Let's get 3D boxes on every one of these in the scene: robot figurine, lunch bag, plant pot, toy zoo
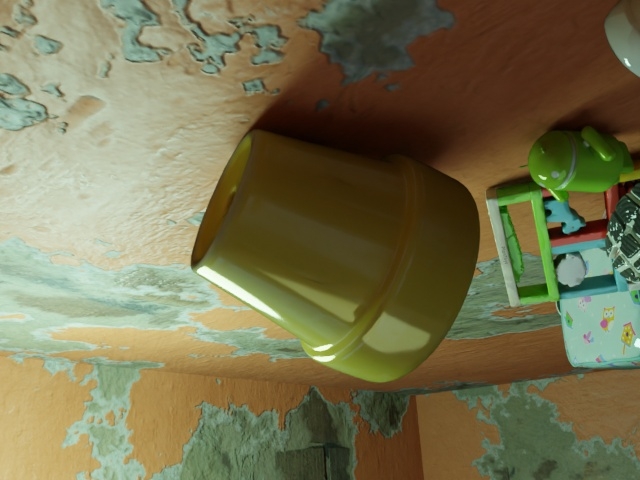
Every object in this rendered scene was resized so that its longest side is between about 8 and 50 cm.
[{"bbox_3d":[0.286,-0.088,0.639,0.115,0.067,0.101,2,156,-11],"label":"robot figurine"},{"bbox_3d":[0.491,0.093,0.926,0.108,0.224,0.279,2,164,-1],"label":"lunch bag"},{"bbox_3d":[0.000,0.000,0.630,0.239,0.254,0.254,24,150,-18],"label":"plant pot"},{"bbox_3d":[0.386,-0.011,0.757,0.293,0.030,0.192,-11,121,20],"label":"toy zoo"}]

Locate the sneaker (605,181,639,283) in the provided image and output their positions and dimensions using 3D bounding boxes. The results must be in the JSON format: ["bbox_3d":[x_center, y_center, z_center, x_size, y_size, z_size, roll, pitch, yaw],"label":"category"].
[{"bbox_3d":[0.440,-0.048,0.639,0.118,0.107,0.279,0,140,-21],"label":"sneaker"}]

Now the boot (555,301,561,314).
[{"bbox_3d":[0.620,0.107,1.159,0.176,0.088,0.244,0,166,-7],"label":"boot"}]

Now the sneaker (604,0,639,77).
[{"bbox_3d":[0.345,-0.176,0.401,0.290,0.106,0.123,-7,154,-14],"label":"sneaker"}]

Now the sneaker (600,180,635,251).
[{"bbox_3d":[0.429,-0.051,0.791,0.051,0.070,0.134,33,134,17],"label":"sneaker"}]
